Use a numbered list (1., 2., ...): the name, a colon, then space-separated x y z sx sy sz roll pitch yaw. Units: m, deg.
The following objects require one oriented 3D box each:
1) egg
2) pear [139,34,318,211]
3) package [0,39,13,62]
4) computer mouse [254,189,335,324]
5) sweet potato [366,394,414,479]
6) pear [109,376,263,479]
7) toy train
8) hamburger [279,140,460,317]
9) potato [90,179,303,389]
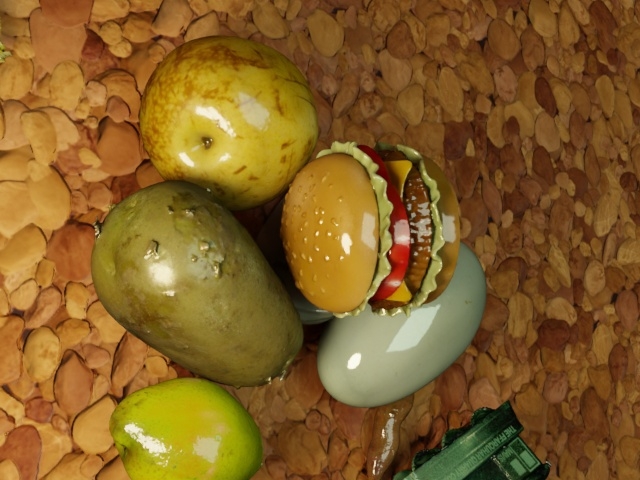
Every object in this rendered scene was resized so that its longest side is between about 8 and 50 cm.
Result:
1. egg: 0.138 0.135 1.818 0.371 0.230 0.230 -45 110 -31
2. pear: -0.137 -0.181 1.641 0.281 0.281 0.280 9 76 -38
3. package: -0.535 -0.310 1.448 0.226 0.090 0.168 -9 90 -37
4. computer mouse: 0.000 -0.004 1.770 0.197 0.095 0.331 21 57 12
5. sweet potato: 0.117 0.332 1.877 0.065 0.051 0.218 39 59 -30
6. pear: -0.200 0.292 1.544 0.220 0.187 0.187 18 71 -39
7. toy train: 0.262 0.422 1.893 0.330 0.138 0.178 -28 71 -39
8. hamburger: 0.055 -0.014 1.584 0.212 0.274 0.274 -2 82 -27
9. potato: -0.180 0.076 1.565 0.219 0.270 0.359 -53 132 -20
